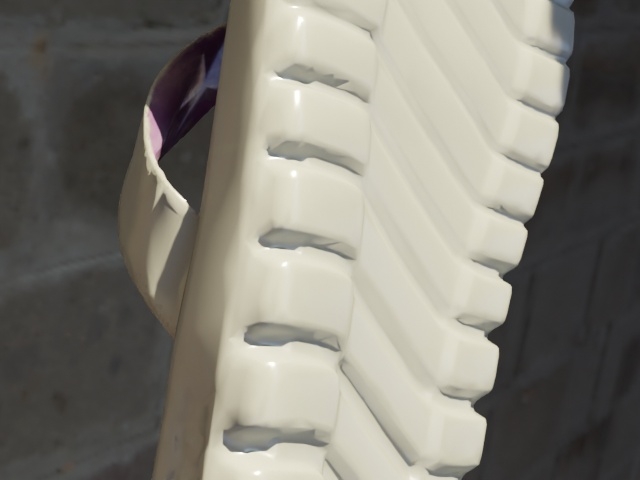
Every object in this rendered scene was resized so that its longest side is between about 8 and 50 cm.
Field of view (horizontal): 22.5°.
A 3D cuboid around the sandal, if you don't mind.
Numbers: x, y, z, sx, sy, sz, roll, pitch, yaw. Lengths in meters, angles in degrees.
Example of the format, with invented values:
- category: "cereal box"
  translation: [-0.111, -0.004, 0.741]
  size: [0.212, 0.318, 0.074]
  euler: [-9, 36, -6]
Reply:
- category: "sandal"
  translation: [-0.008, -0.008, 0.535]
  size: [0.169, 0.102, 0.416]
  euler: [41, 54, -45]
